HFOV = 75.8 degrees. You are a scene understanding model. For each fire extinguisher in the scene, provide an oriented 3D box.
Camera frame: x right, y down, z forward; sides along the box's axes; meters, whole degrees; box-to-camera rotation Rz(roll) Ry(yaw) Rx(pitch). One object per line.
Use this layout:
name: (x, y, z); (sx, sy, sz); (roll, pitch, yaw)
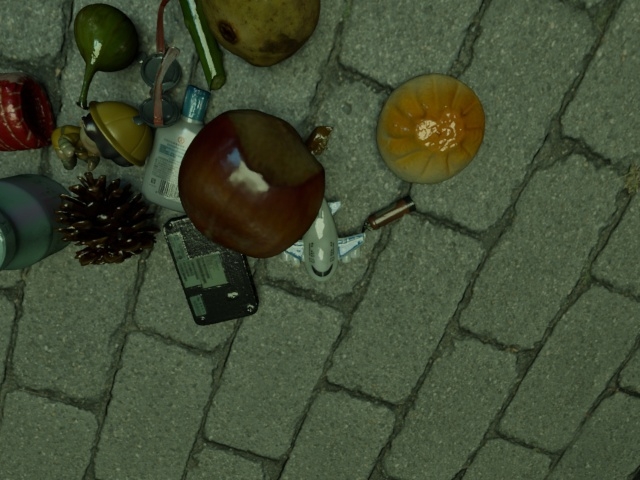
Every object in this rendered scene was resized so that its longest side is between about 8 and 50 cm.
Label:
fire extinguisher: (0.198, -0.072, 1.230); (0.177, 0.050, 0.062); (-27, 145, 8)

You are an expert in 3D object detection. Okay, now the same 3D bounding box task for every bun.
bun: (0.296, -0.292, 1.100); (0.298, 0.165, 0.300); (-1, 106, -2)

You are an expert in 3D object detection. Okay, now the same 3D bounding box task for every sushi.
sushi: (-0.007, -0.273, 1.153); (0.060, 0.062, 0.118); (30, 125, -20)

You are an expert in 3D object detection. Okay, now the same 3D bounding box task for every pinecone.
pinecone: (-0.581, -0.054, 1.101); (0.263, 0.264, 0.265); (-1, 108, -2)

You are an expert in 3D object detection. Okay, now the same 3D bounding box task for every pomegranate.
pomegranate: (-0.135, -0.550, 0.942); (0.280, 0.281, 0.282); (-1, 108, -2)

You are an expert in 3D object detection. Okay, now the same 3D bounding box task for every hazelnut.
hazelnut: (-0.169, -0.141, 1.047); (0.364, 0.366, 0.367); (-1, 108, -2)

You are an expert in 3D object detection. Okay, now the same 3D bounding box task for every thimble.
thimble: (-0.781, -0.325, 1.045); (0.124, 0.163, 0.190); (-7, 109, -2)

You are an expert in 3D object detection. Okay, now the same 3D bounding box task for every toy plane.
toy plane: (0.000, -0.002, 1.206); (0.266, 0.123, 0.267); (-1, 111, -2)

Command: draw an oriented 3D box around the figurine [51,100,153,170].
figurine: (-0.565, -0.270, 1.065); (0.256, 0.192, 0.168); (-3, 90, 9)

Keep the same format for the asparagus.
asparagus: (-0.303, -0.530, 1.052); (0.067, 0.060, 0.278); (-20, 109, -7)

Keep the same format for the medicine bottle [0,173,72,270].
medicine bottle: (-0.824, -0.035, 1.071); (0.244, 0.290, 0.245); (-1, 108, -2)

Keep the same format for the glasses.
glasses: (-0.383, -0.423, 0.954); (0.117, 0.268, 0.235); (2, 68, -18)

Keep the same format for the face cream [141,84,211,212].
face cream: (-0.378, -0.251, 1.129); (0.162, 0.080, 0.337); (19, 106, -7)

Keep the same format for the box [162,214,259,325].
box: (-0.326, 0.083, 1.253); (0.211, 0.058, 0.351); (-13, 108, 3)

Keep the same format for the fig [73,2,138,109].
fig: (-0.539, -0.440, 0.975); (0.151, 0.151, 0.260); (26, 64, -10)
